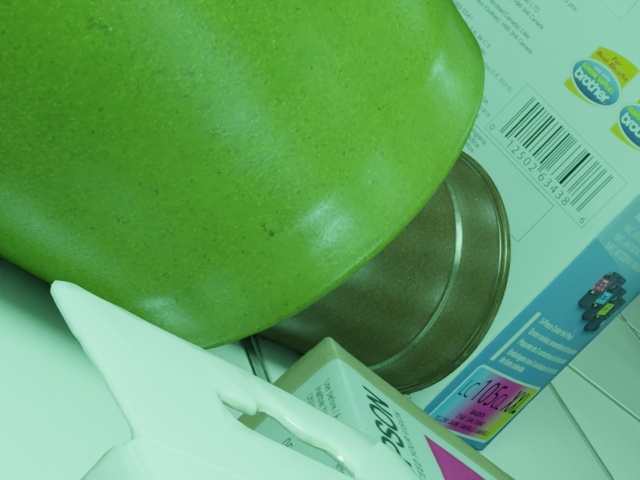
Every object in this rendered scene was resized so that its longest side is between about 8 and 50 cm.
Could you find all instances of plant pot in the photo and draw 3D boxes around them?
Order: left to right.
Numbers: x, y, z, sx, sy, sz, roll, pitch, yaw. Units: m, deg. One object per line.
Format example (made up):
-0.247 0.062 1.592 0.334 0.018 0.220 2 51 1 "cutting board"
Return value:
-0.112 -0.143 0.803 0.353 0.366 0.366 51 7 -28 "plant pot"
0.000 0.000 1.042 0.165 0.167 0.167 18 27 -48 "plant pot"

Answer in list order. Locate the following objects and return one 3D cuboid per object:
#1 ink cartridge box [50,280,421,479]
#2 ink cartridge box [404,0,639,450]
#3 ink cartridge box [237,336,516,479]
0.013 0.187 0.475 0.207 0.119 0.353 32 17 -45 "ink cartridge box"
0.142 -0.088 1.204 0.270 0.395 0.151 49 13 26 "ink cartridge box"
0.059 0.171 0.770 0.193 0.088 0.234 40 13 -22 "ink cartridge box"
